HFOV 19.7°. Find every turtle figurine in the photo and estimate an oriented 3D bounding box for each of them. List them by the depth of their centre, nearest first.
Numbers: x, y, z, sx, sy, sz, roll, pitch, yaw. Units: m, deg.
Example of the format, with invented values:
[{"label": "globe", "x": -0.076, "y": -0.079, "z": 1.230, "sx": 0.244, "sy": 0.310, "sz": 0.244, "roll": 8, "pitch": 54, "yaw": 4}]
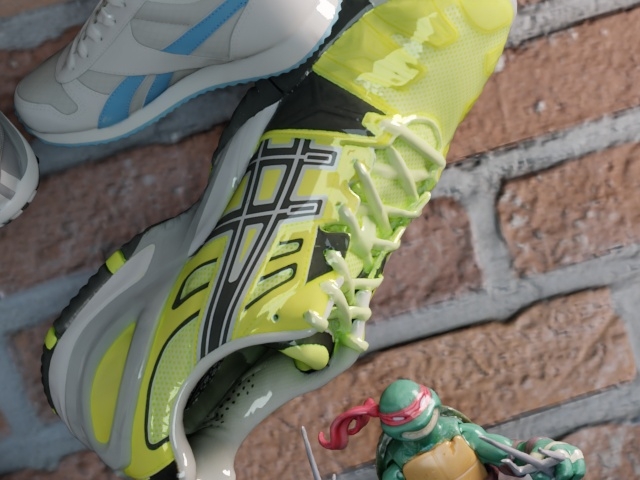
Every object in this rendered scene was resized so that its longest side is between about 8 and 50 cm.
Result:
[{"label": "turtle figurine", "x": 0.089, "y": 0.168, "z": 1.186, "sx": 0.175, "sy": 0.118, "sz": 0.234, "roll": -27, "pitch": 114, "yaw": 11}]

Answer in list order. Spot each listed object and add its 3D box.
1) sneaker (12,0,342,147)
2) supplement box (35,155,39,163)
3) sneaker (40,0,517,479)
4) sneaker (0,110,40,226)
[{"label": "sneaker", "x": -0.102, "y": -0.128, "z": 1.102, "sx": 0.228, "sy": 0.087, "sz": 0.092, "roll": -21, "pitch": 128, "yaw": 30}, {"label": "supplement box", "x": -0.225, "y": -0.039, "z": 1.160, "sx": 0.055, "sy": 0.043, "sz": 0.083, "roll": 45, "pitch": 89, "yaw": -8}, {"label": "sneaker", "x": 0.000, "y": 0.000, "z": 1.120, "sx": 0.385, "sy": 0.147, "sz": 0.145, "roll": -52, "pitch": 141, "yaw": 8}, {"label": "sneaker", "x": -0.261, "y": -0.107, "z": 1.078, "sx": 0.228, "sy": 0.132, "sz": 0.086, "roll": 42, "pitch": 88, "yaw": 11}]
